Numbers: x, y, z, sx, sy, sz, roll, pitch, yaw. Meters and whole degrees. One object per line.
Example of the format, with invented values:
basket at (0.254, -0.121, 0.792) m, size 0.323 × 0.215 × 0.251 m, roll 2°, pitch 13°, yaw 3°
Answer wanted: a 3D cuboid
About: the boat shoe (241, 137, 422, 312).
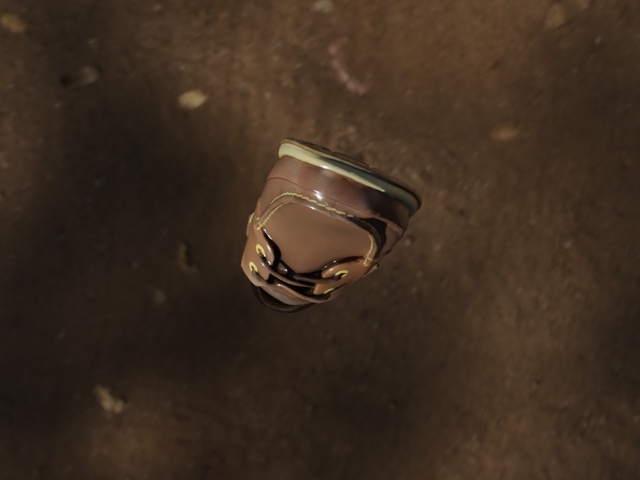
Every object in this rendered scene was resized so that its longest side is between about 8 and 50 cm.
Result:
boat shoe at (0.000, 0.000, 0.731) m, size 0.064 × 0.178 × 0.060 m, roll 23°, pitch 81°, yaw -3°
